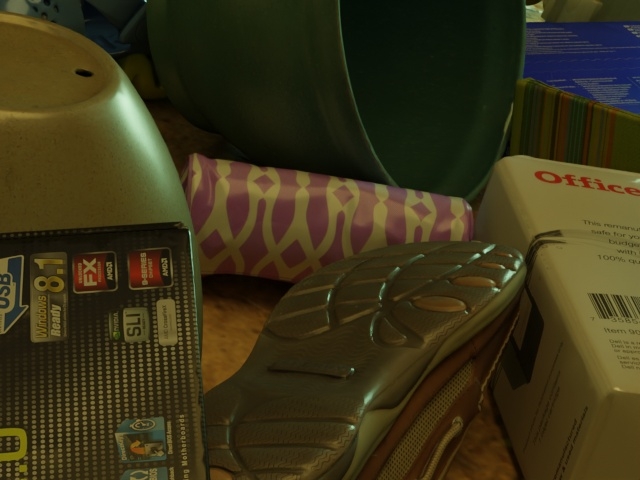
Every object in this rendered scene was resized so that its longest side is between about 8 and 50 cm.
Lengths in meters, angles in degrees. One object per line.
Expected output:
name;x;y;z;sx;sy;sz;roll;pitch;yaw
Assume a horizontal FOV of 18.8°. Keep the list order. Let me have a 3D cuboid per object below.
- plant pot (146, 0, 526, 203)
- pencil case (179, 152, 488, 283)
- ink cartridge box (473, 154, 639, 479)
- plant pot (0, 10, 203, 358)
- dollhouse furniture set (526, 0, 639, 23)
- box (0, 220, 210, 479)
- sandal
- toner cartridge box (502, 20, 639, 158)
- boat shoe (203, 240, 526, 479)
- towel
plant pot;0.000;-0.166;1.388;0.196;0.293;0.293;1;20;30
pencil case;0.000;0.000;1.261;0.206;0.088;0.086;10;-2;-6
ink cartridge box;0.214;0.070;1.192;0.198;0.114;0.273;8;29;-14
plant pot;-0.191;-0.018;1.091;0.284;0.191;0.284;11;29;-6
dollhouse furniture set;0.320;-0.323;1.765;0.303;0.286;0.198;6;27;-38
box;-0.157;0.115;0.876;0.216;0.060;0.270;-3;49;-5
sandal;-0.200;-0.169;1.415;0.317;0.138;0.126;-17;43;-41
toner cartridge box;0.274;-0.115;1.593;0.348;0.075;0.165;-5;33;-31
boat shoe;0.021;0.098;1.059;0.123;0.116;0.324;8;29;32
towel;0.237;-0.040;1.377;0.237;0.102;0.021;22;34;33
